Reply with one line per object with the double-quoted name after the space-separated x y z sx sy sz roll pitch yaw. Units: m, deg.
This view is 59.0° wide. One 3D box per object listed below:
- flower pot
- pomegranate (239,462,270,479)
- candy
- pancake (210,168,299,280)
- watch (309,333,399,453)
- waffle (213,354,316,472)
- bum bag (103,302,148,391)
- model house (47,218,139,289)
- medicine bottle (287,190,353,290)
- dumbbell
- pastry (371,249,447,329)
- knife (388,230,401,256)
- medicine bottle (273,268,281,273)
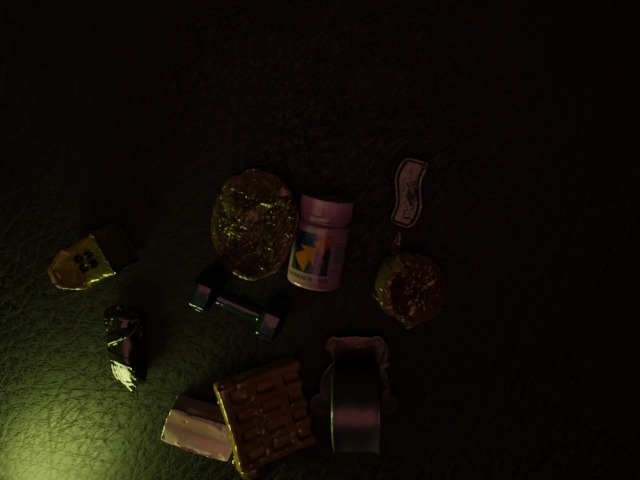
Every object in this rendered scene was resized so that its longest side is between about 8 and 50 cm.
0.275 -0.156 1.800 0.103 0.108 0.229 8 102 2 "flower pot"
-0.242 0.809 2.032 0.130 0.130 0.130 1 103 2 "pomegranate"
-0.416 0.668 2.009 0.265 0.116 0.156 16 104 -1 "candy"
-0.217 -0.055 1.807 0.356 0.065 0.356 3 96 26 "pancake"
0.113 0.507 1.843 0.314 0.327 0.335 0 102 2 "watch"
-0.187 0.600 1.942 0.304 0.077 0.348 -17 101 -21 "waffle"
-0.674 0.377 1.975 0.142 0.080 0.326 -3 103 7 "bum bag"
-0.759 0.055 1.852 0.234 0.193 0.175 -20 101 9 "model house"
0.000 0.000 1.810 0.178 0.178 0.291 10 104 0 "medicine bottle"
-0.273 0.215 1.888 0.324 0.160 0.144 24 131 -4 "dumbbell"
0.302 0.155 1.851 0.257 0.121 0.236 40 94 -12 "pastry"
0.239 0.087 1.904 0.035 0.018 0.247 11 100 3 "knife"
-0.189 0.019 1.888 0.051 0.051 0.191 -20 102 7 "medicine bottle"
